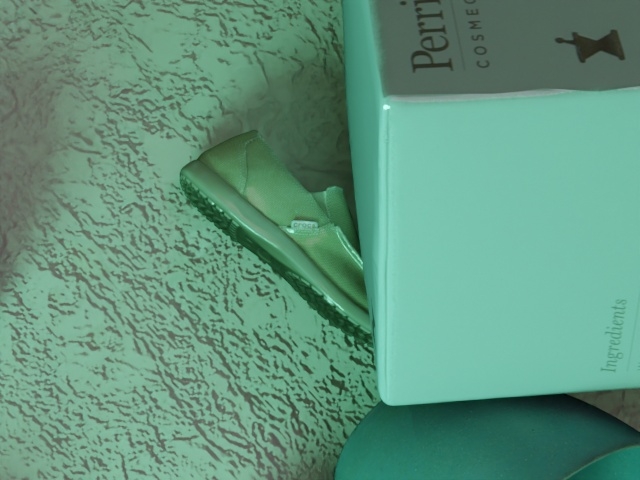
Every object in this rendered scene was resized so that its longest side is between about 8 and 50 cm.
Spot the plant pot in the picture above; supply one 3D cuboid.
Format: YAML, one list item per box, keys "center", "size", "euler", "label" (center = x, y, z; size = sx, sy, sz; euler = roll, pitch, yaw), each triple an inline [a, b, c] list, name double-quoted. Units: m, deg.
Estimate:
- center: [0.124, 0.226, 1.407]
  size: [0.290, 0.290, 0.195]
  euler: [-36, 54, -17]
  label: "plant pot"

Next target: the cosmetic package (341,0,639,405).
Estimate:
- center: [0.224, -0.103, 1.310]
  size: [0.393, 0.327, 0.329]
  euler: [-4, 46, -2]
  label: "cosmetic package"

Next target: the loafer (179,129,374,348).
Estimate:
- center: [0.000, 0.000, 1.477]
  size: [0.268, 0.102, 0.092]
  euler: [40, 80, -4]
  label: "loafer"
